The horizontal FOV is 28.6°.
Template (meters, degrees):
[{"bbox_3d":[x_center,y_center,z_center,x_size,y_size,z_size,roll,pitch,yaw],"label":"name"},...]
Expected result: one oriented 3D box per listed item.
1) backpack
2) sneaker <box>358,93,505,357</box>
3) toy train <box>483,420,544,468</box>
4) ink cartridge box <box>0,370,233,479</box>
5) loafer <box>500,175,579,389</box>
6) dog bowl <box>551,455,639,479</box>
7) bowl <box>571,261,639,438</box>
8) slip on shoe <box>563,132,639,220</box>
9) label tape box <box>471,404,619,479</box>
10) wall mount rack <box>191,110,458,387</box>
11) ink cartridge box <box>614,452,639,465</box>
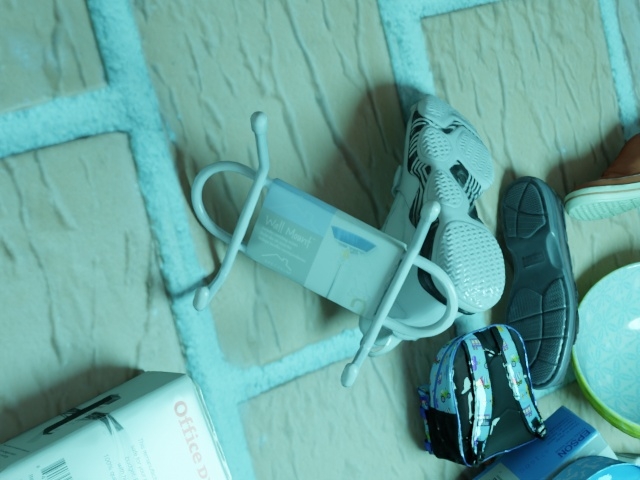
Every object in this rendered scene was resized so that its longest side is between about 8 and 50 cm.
[{"bbox_3d":[0.209,0.201,1.692,0.158,0.117,0.173,-16,99,-33],"label":"backpack"},{"bbox_3d":[0.115,-0.021,1.626,0.137,0.210,0.366,31,38,-31],"label":"sneaker"},{"bbox_3d":[0.304,0.327,1.798,0.166,0.046,0.125,-10,95,-34],"label":"toy train"},{"bbox_3d":[-0.243,0.287,1.382,0.273,0.114,0.197,-25,102,-31],"label":"ink cartridge box"},{"bbox_3d":[0.323,0.060,1.770,0.095,0.109,0.302,11,71,-47],"label":"loafer"},{"bbox_3d":[0.316,0.398,1.625,0.297,0.074,0.166,-40,111,-6],"label":"dog bowl"},{"bbox_3d":[0.505,0.189,1.853,0.289,0.289,0.156,-49,158,-25],"label":"bowl"},{"bbox_3d":[0.480,-0.106,1.893,0.331,0.123,0.101,-21,84,-35],"label":"slip on shoe"},{"bbox_3d":[0.350,0.443,1.745,0.249,0.115,0.348,-38,109,-7],"label":"label tape box"},{"bbox_3d":[0.000,0.000,1.409,0.350,0.304,0.130,27,37,6],"label":"wall mount rack"},{"bbox_3d":[0.557,0.458,1.962,0.275,0.060,0.239,9,85,-35],"label":"ink cartridge box"}]
